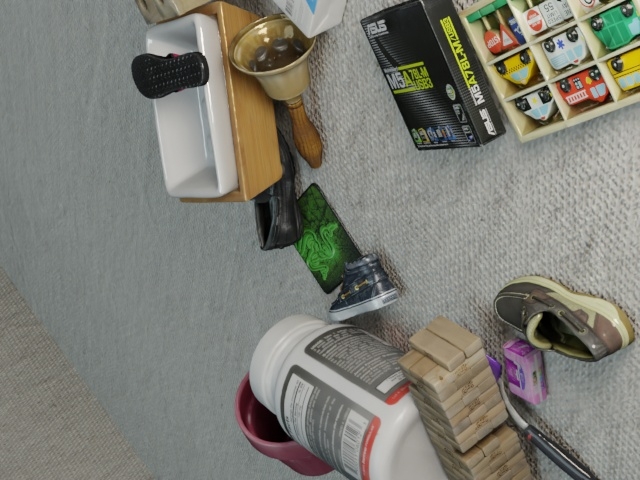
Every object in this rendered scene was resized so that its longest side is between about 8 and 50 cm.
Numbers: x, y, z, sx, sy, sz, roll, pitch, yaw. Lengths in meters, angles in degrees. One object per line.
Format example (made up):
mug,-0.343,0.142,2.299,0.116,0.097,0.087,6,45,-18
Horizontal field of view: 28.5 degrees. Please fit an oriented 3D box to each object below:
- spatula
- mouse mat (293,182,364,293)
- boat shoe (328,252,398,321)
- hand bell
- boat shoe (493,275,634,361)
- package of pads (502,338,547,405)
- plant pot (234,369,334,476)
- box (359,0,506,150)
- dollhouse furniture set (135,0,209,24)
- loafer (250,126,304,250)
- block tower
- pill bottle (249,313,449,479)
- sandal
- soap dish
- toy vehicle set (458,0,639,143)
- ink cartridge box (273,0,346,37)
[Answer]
spatula,0.277,0.242,1.756,0.296,0.030,0.084,47,152,24
mouse mat,0.000,0.000,2.027,0.152,0.007,0.189,57,155,6
boat shoe,0.057,0.070,1.945,0.183,0.065,0.083,-25,86,61
hand bell,-0.035,-0.195,1.816,0.126,0.126,0.242,36,158,40
boat shoe,0.282,0.099,1.552,0.224,0.073,0.080,15,129,55
package of pads,0.274,0.176,1.691,0.050,0.032,0.083,25,137,48
plant pot,-0.030,0.316,2.214,0.201,0.201,0.180,37,162,38
box,0.133,-0.200,1.516,0.184,0.045,0.191,63,164,-12
dollhouse furniture set,-0.215,-0.429,1.829,0.129,0.129,0.183,4,121,60
loafer,-0.082,-0.085,1.995,0.076,0.078,0.223,29,136,51
block tower,0.210,0.265,1.766,0.097,0.091,0.335,32,152,53
pill bottle,0.059,0.251,1.948,0.363,0.210,0.210,27,139,49
sandal,-0.212,-0.243,1.832,0.179,0.040,0.067,3,107,45
soap dish,-0.160,-0.204,1.905,0.229,0.118,0.290,2,101,59
toy vehicle set,0.261,-0.209,1.318,0.166,0.035,0.267,63,154,-5
ink cartridge box,-0.041,-0.368,1.661,0.180,0.060,0.104,49,153,20
